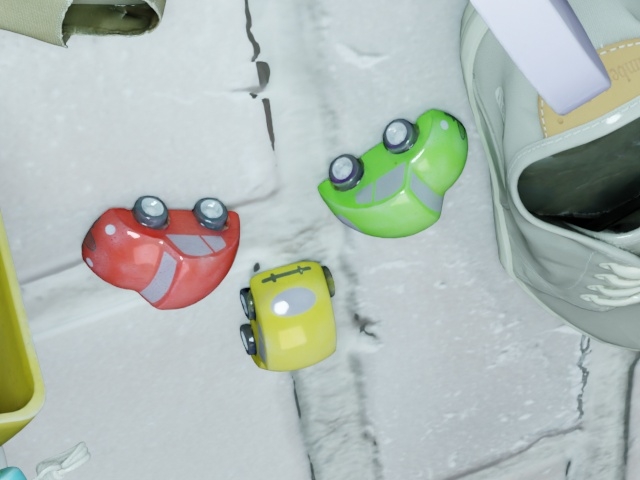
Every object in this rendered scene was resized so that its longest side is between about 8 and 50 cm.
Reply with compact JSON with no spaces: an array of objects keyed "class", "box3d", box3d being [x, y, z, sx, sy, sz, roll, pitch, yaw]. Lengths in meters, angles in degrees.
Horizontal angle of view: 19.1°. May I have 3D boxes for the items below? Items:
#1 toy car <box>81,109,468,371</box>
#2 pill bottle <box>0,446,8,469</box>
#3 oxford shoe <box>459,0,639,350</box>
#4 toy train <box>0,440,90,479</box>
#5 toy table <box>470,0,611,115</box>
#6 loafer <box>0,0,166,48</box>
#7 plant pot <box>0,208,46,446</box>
[{"class":"toy car","box3d":[0.000,0.000,1.186,0.225,0.053,0.239,-34,145,15]},{"class":"pill bottle","box3d":[-0.316,0.163,1.152,0.229,0.131,0.131,4,138,-35]},{"class":"oxford shoe","box3d":[0.196,-0.017,1.217,0.169,0.130,0.449,-28,148,3]},{"class":"toy train","box3d":[-0.198,0.133,0.920,0.166,0.046,0.125,-28,-170,19]},{"class":"toy table","box3d":[0.096,-0.209,0.808,0.161,0.252,0.274,-33,118,13]},{"class":"loafer","box3d":[-0.140,-0.125,0.931,0.148,0.050,0.056,-8,143,-22]},{"class":"plant pot","box3d":[-0.279,0.041,0.955,0.212,0.212,0.187,-7,156,-24]}]
